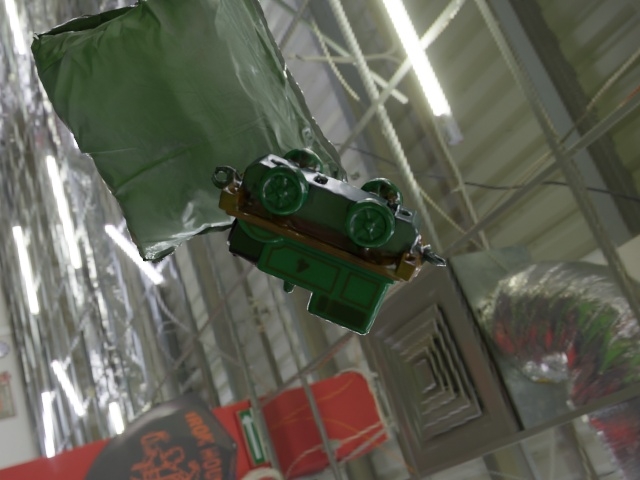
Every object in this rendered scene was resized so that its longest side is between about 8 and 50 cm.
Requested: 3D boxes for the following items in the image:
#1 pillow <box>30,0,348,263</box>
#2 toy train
[{"bbox_3d":[-0.158,-0.141,0.869,0.283,0.138,0.310,-24,-75,18],"label":"pillow"},{"bbox_3d":[0.000,0.000,0.704,0.091,0.227,0.136,-60,169,-69],"label":"toy train"}]
